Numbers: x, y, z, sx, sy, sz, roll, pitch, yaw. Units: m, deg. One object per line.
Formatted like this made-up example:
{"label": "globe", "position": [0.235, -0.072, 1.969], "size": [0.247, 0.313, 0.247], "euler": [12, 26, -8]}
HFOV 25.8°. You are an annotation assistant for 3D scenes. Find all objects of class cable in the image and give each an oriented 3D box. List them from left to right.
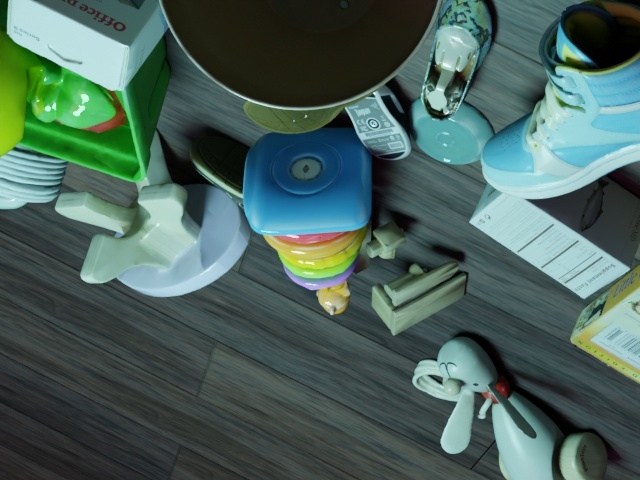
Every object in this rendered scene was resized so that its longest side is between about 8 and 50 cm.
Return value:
{"label": "cable", "position": [-0.497, -0.139, 2.060], "size": [0.257, 0.089, 0.257], "euler": [22, -172, -2]}

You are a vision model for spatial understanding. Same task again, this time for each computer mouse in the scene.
{"label": "computer mouse", "position": [0.057, -0.182, 1.743], "size": [0.106, 0.042, 0.193], "euler": [-7, 128, 36]}

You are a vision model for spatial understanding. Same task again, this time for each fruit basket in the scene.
{"label": "fruit basket", "position": [-0.407, -0.192, 1.773], "size": [0.392, 0.392, 0.283], "euler": [18, 146, 16]}

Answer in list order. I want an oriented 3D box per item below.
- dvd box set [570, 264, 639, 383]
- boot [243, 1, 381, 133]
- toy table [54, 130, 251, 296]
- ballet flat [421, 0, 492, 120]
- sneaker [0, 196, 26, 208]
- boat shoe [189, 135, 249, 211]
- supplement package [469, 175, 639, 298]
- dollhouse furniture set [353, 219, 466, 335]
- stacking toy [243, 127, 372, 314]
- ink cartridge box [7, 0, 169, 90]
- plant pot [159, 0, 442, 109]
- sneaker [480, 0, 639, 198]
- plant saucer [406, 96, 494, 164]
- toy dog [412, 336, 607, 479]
{"label": "dvd box set", "position": [0.547, 0.103, 1.756], "size": [0.308, 0.062, 0.420], "euler": [30, 147, -4]}
{"label": "boot", "position": [0.010, -0.220, 1.604], "size": [0.077, 0.165, 0.213], "euler": [37, 141, -29]}
{"label": "toy table", "position": [-0.250, -0.027, 2.022], "size": [0.274, 0.252, 0.161], "euler": [-16, 144, 35]}
{"label": "ballet flat", "position": [0.154, -0.205, 1.615], "size": [0.070, 0.070, 0.188], "euler": [21, 147, 11]}
{"label": "sneaker", "position": [-0.535, -0.063, 2.296], "size": [0.256, 0.094, 0.151], "euler": [13, 140, 39]}
{"label": "boat shoe", "position": [-0.090, -0.068, 1.974], "size": [0.224, 0.080, 0.073], "euler": [27, 143, -6]}
{"label": "supplement package", "position": [0.295, -0.031, 1.714], "size": [0.179, 0.105, 0.105], "euler": [32, 147, -8]}
{"label": "dollhouse furniture set", "position": [0.116, 0.016, 1.986], "size": [0.151, 0.123, 0.144], "euler": [53, 159, 30]}
{"label": "stacking toy", "position": [0.000, 0.000, 1.886], "size": [0.166, 0.175, 0.302], "euler": [-3, 142, 7]}
{"label": "ink cartridge box", "position": [-0.248, -0.299, 1.643], "size": [0.154, 0.212, 0.093], "euler": [26, 147, 4]}
{"label": "plant pot", "position": [-0.009, -0.280, 1.424], "size": [0.284, 0.284, 0.191], "euler": [26, -169, 3]}
{"label": "sneaker", "position": [0.265, -0.161, 1.509], "size": [0.319, 0.127, 0.208], "euler": [-21, 139, 39]}
{"label": "plant saucer", "position": [0.159, -0.132, 1.751], "size": [0.119, 0.021, 0.119], "euler": [20, 147, 14]}
{"label": "toy dog", "position": [0.280, 0.308, 2.146], "size": [0.334, 0.161, 0.220], "euler": [33, 147, -8]}
